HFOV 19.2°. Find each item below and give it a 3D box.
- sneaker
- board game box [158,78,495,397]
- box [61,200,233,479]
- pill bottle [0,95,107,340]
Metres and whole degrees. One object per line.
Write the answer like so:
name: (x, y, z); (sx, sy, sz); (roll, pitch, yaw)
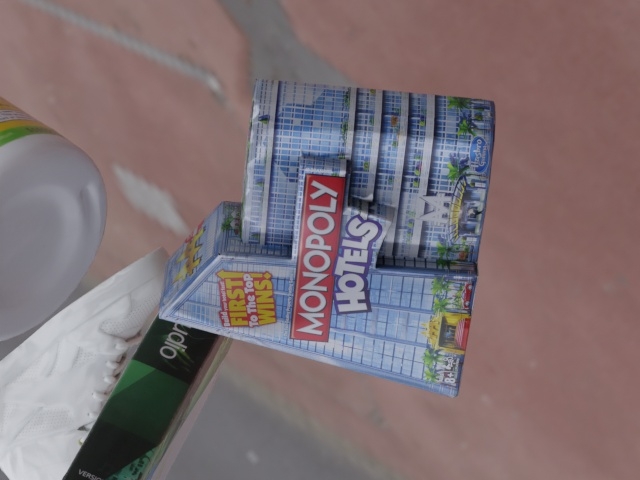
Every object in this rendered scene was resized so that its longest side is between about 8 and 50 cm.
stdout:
sneaker: (-0.219, 0.147, 1.893); (0.169, 0.292, 0.108); (52, -160, 4)
board game box: (0.000, 0.000, 1.161); (0.060, 0.194, 0.194); (-88, 2, -53)
box: (-0.139, 0.151, 1.505); (0.058, 0.322, 0.232); (25, 136, 1)
pill bottle: (-0.263, -0.050, 1.193); (0.245, 0.136, 0.136); (32, 154, 31)
